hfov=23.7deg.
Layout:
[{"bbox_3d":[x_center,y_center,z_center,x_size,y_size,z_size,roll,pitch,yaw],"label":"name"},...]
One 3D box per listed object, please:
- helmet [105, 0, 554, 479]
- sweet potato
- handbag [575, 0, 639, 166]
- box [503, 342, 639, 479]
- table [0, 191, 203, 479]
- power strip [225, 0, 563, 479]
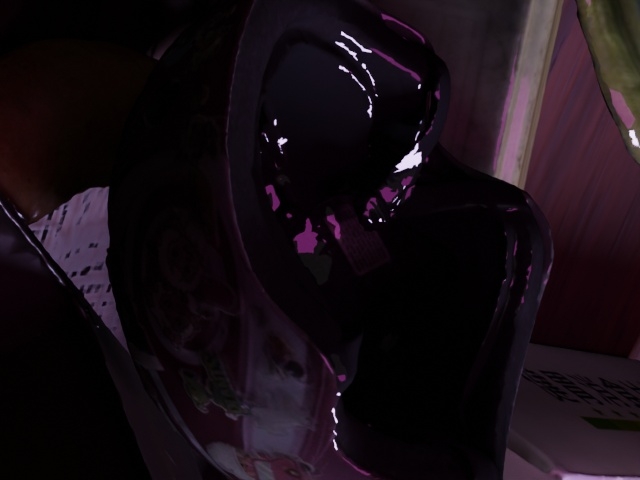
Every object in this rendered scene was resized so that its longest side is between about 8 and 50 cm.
[{"bbox_3d":[-0.008,0.009,0.475,0.177,0.107,0.153,52,37,-25],"label":"helmet"},{"bbox_3d":[-0.100,-0.031,0.470,0.218,0.051,0.065,-8,101,-46],"label":"sweet potato"},{"bbox_3d":[0.193,-0.150,0.417,0.263,0.241,0.222,62,41,-30],"label":"handbag"},{"bbox_3d":[0.115,0.158,0.791,0.332,0.145,0.173,12,110,-52],"label":"box"},{"bbox_3d":[-0.130,0.103,0.339,0.196,0.251,0.282,-29,140,0],"label":"table"},{"bbox_3d":[0.029,-0.012,0.573,0.066,0.092,0.388,-46,149,-66],"label":"power strip"}]
